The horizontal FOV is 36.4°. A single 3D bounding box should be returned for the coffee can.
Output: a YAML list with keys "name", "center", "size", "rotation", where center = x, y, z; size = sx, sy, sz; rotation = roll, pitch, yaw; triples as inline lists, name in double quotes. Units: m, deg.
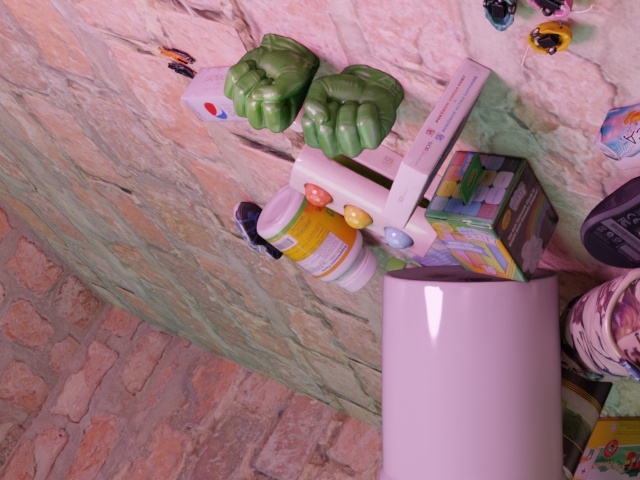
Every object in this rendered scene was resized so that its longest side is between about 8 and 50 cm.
- name: "coffee can"
  center: [0.464, 0.326, 1.961]
  size: [0.202, 0.275, 0.201]
  rotation: [26, 161, 10]

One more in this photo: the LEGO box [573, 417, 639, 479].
- name: "LEGO box"
  center: [0.701, 0.602, 2.175]
  size: [0.193, 0.372, 0.500]
  rotation: [33, 162, -10]

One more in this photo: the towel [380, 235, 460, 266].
- name: "towel"
  center: [0.266, 0.050, 1.923]
  size: [0.285, 0.034, 0.209]
  rotation: [34, 162, -14]

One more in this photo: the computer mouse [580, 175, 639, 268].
- name: "computer mouse"
  center: [0.478, -0.040, 1.343]
  size: [0.188, 0.072, 0.272]
  rotation: [37, 148, -14]

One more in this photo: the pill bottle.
- name: "pill bottle"
  center: [0.000, 0.000, 2.022]
  size: [0.246, 0.136, 0.136]
  rotation: [38, 160, -23]

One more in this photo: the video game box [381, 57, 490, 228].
- name: "video game box"
  center: [0.159, -0.131, 1.376]
  size: [0.048, 0.187, 0.205]
  rotation: [28, 161, 5]

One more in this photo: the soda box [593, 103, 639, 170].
- name: "soda box"
  center: [0.426, -0.134, 1.180]
  size: [0.063, 0.058, 0.183]
  rotation: [38, 159, -23]

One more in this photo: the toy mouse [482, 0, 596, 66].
- name: "toy mouse"
  center: [0.241, -0.275, 1.127]
  size: [0.143, 0.031, 0.161]
  rotation: [37, 160, -20]

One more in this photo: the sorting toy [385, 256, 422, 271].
- name: "sorting toy"
  center: [0.277, 0.126, 1.998]
  size: [0.348, 0.047, 0.196]
  rotation: [23, 168, 34]

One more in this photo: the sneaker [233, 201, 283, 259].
- name: "sneaker"
  center: [-0.160, -0.022, 2.287]
  size: [0.081, 0.080, 0.211]
  rotation: [14, 155, 31]

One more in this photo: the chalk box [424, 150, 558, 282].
- name: "chalk box"
  center: [0.260, -0.051, 1.522]
  size: [0.132, 0.132, 0.213]
  rotation: [12, 153, 41]

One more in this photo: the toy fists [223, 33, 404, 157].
- name: "toy fists"
  center: [-0.017, -0.218, 1.481]
  size: [0.279, 0.142, 0.096]
  rotation: [23, 160, 18]

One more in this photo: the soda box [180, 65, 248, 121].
- name: "soda box"
  center: [-0.145, -0.254, 1.681]
  size: [0.216, 0.074, 0.069]
  rotation: [8, 152, 48]

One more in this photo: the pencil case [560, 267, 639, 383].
- name: "pencil case"
  center: [0.488, 0.150, 1.536]
  size: [0.410, 0.160, 0.183]
  rotation: [67, -176, -81]

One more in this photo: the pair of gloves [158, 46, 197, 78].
- name: "pair of gloves"
  center: [-0.252, -0.321, 1.765]
  size: [0.074, 0.010, 0.083]
  rotation: [22, 162, 18]

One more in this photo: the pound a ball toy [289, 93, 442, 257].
- name: "pound a ball toy"
  center: [0.069, -0.104, 1.658]
  size: [0.319, 0.135, 0.208]
  rotation: [28, 161, 3]

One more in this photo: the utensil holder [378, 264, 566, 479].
- name: "utensil holder"
  center: [0.264, 0.246, 1.696]
  size: [0.328, 0.385, 0.327]
  rotation: [0, -176, 0]
